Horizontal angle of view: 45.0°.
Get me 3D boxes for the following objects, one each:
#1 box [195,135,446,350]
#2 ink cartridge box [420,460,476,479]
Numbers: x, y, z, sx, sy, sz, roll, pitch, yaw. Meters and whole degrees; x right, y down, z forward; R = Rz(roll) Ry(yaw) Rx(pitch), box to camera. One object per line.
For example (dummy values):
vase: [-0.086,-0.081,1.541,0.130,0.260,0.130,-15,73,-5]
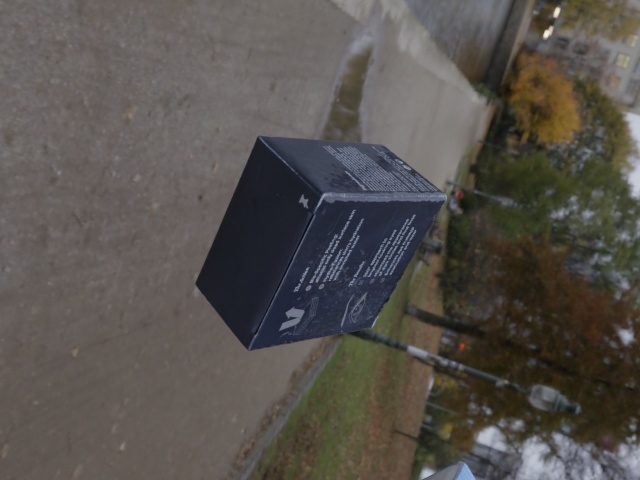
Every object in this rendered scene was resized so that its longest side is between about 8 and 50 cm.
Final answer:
box: [0.000,0.000,0.669,0.158,0.093,0.156,-3,129,-46]
ink cartridge box: [0.098,0.450,0.681,0.285,0.395,0.166,-34,172,19]
